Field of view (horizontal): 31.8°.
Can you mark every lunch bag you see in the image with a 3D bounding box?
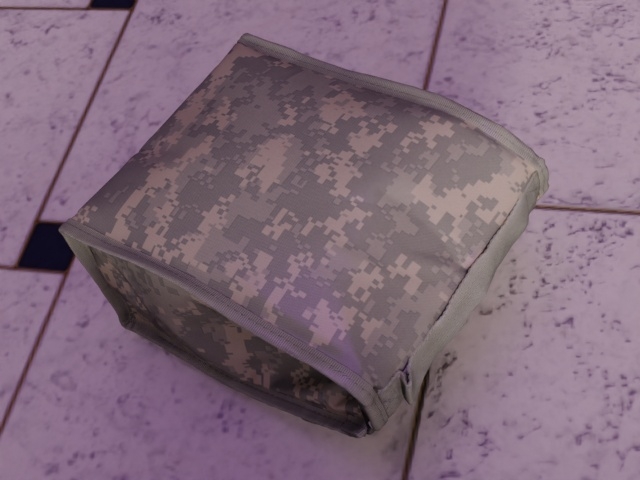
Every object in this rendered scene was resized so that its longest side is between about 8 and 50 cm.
[{"bbox_3d":[0.000,0.000,0.840,0.287,0.169,0.235,23,62,33],"label":"lunch bag"}]
